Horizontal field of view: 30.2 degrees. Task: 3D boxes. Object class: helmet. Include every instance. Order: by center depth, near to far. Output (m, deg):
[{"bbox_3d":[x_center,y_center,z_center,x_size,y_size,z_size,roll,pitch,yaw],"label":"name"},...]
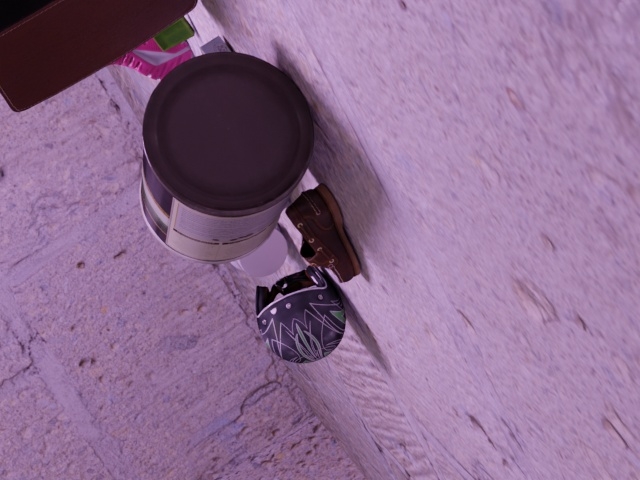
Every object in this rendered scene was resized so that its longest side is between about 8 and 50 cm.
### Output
[{"bbox_3d":[-0.034,0.133,2.066,0.161,0.169,0.169,-107,-7,-53],"label":"helmet"}]

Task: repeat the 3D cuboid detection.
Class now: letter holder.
[{"bbox_3d":[-0.333,-0.333,1.574,0.152,0.302,0.214,55,172,17],"label":"letter holder"}]

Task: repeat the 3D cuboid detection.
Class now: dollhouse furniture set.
[{"bbox_3d":[-0.239,-0.362,1.885,0.076,0.058,0.151,54,-166,-34],"label":"dollhouse furniture set"}]

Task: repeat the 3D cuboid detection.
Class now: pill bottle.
[{"bbox_3d":[-0.143,-0.009,2.304,0.119,0.119,0.208,61,171,-26],"label":"pill bottle"}]

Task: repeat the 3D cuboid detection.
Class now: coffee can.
[{"bbox_3d":[-0.128,-0.094,1.514,0.201,0.201,0.275,56,164,6],"label":"coffee can"}]

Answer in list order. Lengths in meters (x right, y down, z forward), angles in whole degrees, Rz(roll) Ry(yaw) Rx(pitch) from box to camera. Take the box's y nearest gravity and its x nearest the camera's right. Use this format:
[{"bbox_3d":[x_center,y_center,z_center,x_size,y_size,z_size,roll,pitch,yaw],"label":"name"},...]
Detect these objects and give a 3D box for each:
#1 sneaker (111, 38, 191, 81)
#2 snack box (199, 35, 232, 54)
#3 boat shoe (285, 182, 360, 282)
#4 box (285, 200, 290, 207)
[{"bbox_3d":[-0.346,-0.345,1.990,0.252,0.103,0.111,18,-157,-27],"label":"sneaker"},{"bbox_3d":[-0.112,-0.207,1.677,0.141,0.037,0.100,53,170,20],"label":"snack box"},{"bbox_3d":[0.000,0.000,1.689,0.073,0.073,0.207,47,169,38],"label":"boat shoe"},{"bbox_3d":[-0.108,-0.099,1.838,0.063,0.067,0.324,55,178,13],"label":"box"}]
